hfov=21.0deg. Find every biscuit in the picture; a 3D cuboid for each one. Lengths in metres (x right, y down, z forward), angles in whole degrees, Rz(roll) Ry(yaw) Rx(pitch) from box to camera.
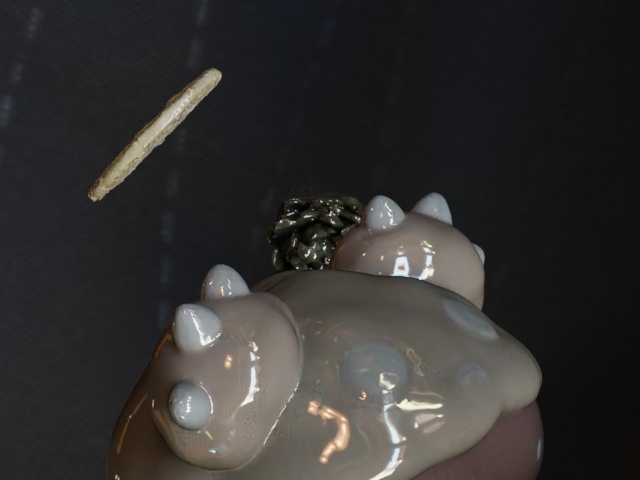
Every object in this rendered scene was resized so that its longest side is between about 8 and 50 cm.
[{"bbox_3d":[-0.137,-0.088,1.412,0.020,0.152,0.152,45,121,-6],"label":"biscuit"}]

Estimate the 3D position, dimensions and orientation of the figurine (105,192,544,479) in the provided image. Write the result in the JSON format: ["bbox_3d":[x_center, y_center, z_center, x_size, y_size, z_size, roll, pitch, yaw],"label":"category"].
[{"bbox_3d":[0.012,0.175,0.878,0.203,0.248,0.380,7,110,40],"label":"figurine"}]

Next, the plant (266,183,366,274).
[{"bbox_3d":[0.000,0.000,1.388,0.143,0.095,0.092,-117,35,-74],"label":"plant"}]
